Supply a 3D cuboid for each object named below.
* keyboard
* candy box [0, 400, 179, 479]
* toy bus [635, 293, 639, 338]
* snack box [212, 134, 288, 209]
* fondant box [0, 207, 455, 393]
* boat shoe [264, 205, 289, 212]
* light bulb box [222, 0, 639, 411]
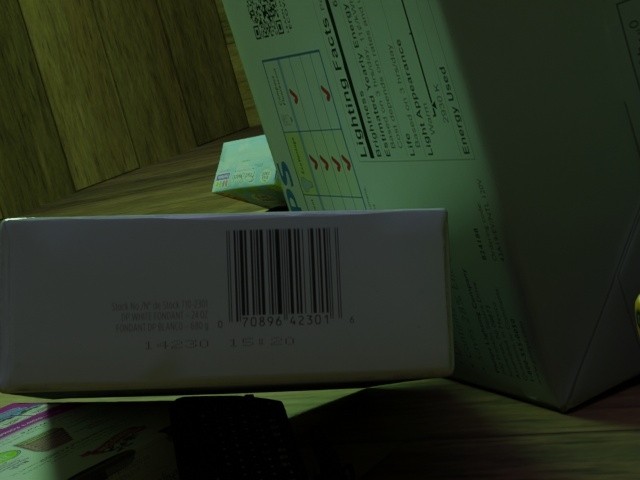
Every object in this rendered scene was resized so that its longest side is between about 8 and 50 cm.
[{"bbox_3d":[-0.024,0.124,0.744,0.100,0.038,0.192,6,22,-15],"label":"keyboard"},{"bbox_3d":[-0.177,0.159,0.871,0.233,0.071,0.159,-7,10,42],"label":"candy box"},{"bbox_3d":[0.315,0.025,0.683,0.333,0.130,0.108,-20,11,-28],"label":"toy bus"},{"bbox_3d":[0.005,-0.061,1.591,0.207,0.070,0.174,17,-9,-25],"label":"snack box"},{"bbox_3d":[-0.065,0.050,0.872,0.238,0.096,0.330,-1,-8,-7],"label":"fondant box"},{"bbox_3d":[-0.007,0.002,1.449,0.095,0.095,0.257,-19,10,-23],"label":"boat shoe"},{"bbox_3d":[0.121,-0.100,1.028,0.225,0.358,0.361,-22,11,-20],"label":"light bulb box"}]
